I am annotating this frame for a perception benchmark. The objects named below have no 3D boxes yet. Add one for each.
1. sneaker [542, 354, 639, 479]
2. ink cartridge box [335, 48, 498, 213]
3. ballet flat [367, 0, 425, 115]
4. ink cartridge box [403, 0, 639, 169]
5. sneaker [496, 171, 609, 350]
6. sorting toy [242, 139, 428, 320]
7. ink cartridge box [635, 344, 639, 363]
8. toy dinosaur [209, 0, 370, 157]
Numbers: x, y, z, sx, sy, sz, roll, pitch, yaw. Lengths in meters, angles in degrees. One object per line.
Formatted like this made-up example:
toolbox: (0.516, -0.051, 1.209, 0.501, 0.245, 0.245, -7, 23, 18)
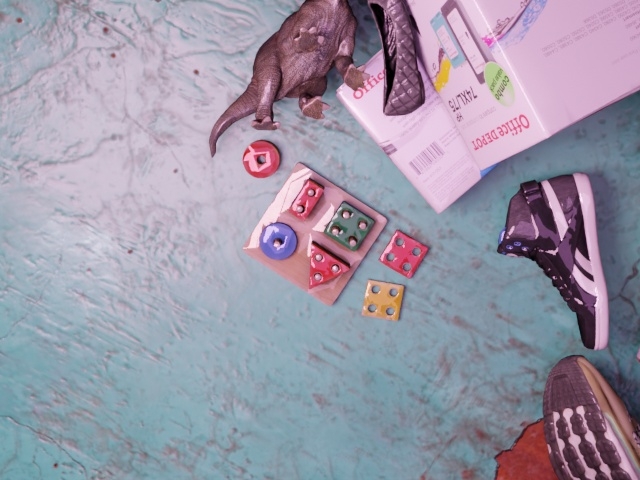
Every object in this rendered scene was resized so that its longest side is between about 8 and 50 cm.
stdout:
sneaker: (0.429, 0.297, 1.514, 0.182, 0.158, 0.410, -36, 95, -25)
ink cartridge box: (0.130, -0.149, 1.454, 0.140, 0.082, 0.190, -41, 94, 6)
ballet flat: (0.077, -0.220, 1.363, 0.049, 0.057, 0.173, -20, 110, -12)
ink cartridge box: (0.222, -0.249, 1.326, 0.197, 0.198, 0.270, -29, 90, -16)
sneaker: (0.278, 0.031, 1.487, 0.121, 0.079, 0.216, -8, 90, 5)
sorting toy: (0.000, 0.000, 1.497, 0.275, 0.046, 0.132, 33, 98, -4)
ink cartridge box: (0.574, 0.040, 1.483, 0.304, 0.072, 0.307, 14, 101, 0)
toy dinosaur: (-0.023, -0.213, 1.424, 0.121, 0.160, 0.313, 21, 124, -18)
